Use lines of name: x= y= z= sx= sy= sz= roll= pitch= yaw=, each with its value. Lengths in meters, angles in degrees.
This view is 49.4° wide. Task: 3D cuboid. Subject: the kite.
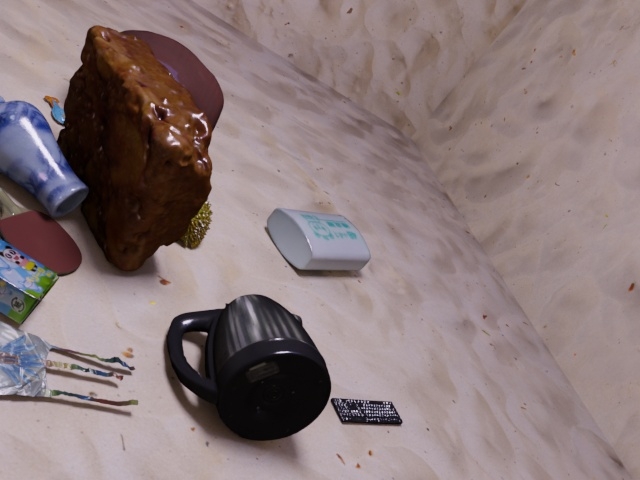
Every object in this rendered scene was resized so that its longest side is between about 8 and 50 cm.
kite: x=-0.423 y=0.198 z=1.054 sx=0.309 sy=0.015 sz=0.169 roll=23 pitch=27 yaw=-28

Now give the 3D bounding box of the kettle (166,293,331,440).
kettle: x=-0.131 y=0.214 z=1.303 sx=0.207 sy=0.250 sz=0.271 roll=62 pitch=1 yaw=-35

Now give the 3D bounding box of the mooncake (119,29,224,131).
mooncake: x=-0.403 y=-0.344 z=1.714 sx=0.325 sy=0.334 sz=0.174 roll=10 pitch=48 yaw=3

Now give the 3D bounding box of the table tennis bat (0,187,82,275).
table tennis bat: x=-0.539 y=-0.028 z=1.273 sx=0.246 sy=0.022 sz=0.138 roll=46 pitch=23 yaw=6

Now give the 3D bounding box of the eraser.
eraser: x=0.000 y=0.000 z=1.943 sx=0.290 sy=0.104 sz=0.189 roll=4 pitch=47 yaw=-54

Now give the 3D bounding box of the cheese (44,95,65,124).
cheese: x=-0.617 y=-0.306 z=1.641 sx=0.047 sy=0.017 sz=0.111 roll=11 pitch=37 yaw=-55

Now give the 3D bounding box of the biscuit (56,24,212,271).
biscuit: x=-0.374 y=-0.183 z=1.384 sx=0.166 sy=0.343 sz=0.395 roll=-4 pitch=49 yaw=-44

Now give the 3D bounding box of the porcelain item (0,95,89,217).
porcelain item: x=-0.563 y=-0.166 z=1.338 sx=0.259 sy=0.141 sz=0.141 roll=50 pitch=24 yaw=2

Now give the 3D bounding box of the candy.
candy: x=-0.526 y=0.042 z=1.102 sx=0.194 sy=0.062 sz=0.097 roll=35 pitch=18 yaw=-14

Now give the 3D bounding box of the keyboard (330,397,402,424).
keyboard: x=0.105 y=0.379 z=1.544 sx=0.204 sy=0.013 sz=0.061 roll=17 pitch=32 yaw=-44

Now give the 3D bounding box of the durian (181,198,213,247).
durian: x=-0.314 y=-0.091 z=1.573 sx=0.208 sy=0.102 sz=0.147 roll=50 pitch=17 yaw=-35
